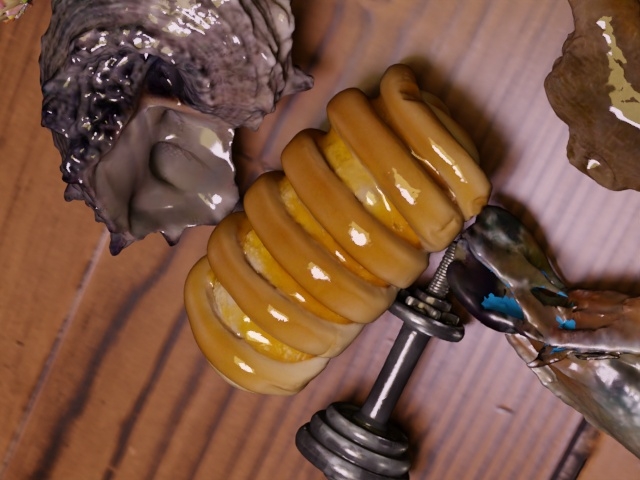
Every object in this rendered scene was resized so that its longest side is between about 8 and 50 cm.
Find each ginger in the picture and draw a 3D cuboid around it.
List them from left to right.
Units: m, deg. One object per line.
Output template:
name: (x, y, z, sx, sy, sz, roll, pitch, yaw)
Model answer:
ginger: (0.298, -0.081, 1.285, 0.333, 0.080, 0.166, 50, 121, 6)

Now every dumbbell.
dumbbell: (0.065, 0.116, 1.377, 0.110, 0.110, 0.254, 27, 99, 10)

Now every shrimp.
shrimp: (0.306, 0.108, 1.284, 0.446, 0.110, 0.221, 28, 126, 9)

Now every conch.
conch: (-0.128, -0.137, 1.359, 0.241, 0.186, 0.313, 13, 105, 0)

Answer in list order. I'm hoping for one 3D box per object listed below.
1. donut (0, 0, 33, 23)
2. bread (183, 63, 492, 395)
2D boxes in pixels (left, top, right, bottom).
donut: (-0.250, -0.258, 1.369, 0.068, 0.174, 0.174, 39, 108, -8)
bread: (0.000, 0.000, 1.340, 0.311, 0.121, 0.173, -48, 52, 16)
